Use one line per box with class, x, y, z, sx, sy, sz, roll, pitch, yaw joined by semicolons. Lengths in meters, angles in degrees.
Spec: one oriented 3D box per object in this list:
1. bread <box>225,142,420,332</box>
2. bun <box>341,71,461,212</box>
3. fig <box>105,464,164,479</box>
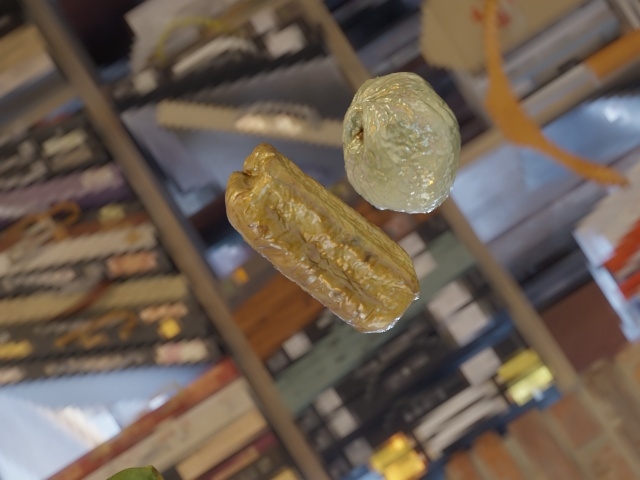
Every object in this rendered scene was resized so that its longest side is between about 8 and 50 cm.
bread;0.000;0.000;1.772;0.211;0.083;0.114;40;-164;-19
bun;0.056;-0.072;1.421;0.115;0.069;0.115;5;96;62
fig;-0.139;0.229;1.122;0.206;0.206;0.275;57;-158;-31
